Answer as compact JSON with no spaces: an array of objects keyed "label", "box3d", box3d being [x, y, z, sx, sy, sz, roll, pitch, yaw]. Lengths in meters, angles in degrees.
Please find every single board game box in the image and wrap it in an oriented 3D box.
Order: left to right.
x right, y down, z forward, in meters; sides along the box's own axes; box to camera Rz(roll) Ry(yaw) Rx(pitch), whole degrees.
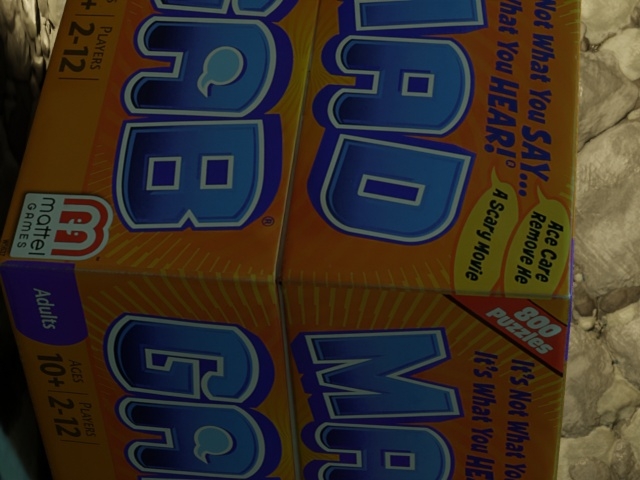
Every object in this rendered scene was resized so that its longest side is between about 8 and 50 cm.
[{"label":"board game box","box3d":[0.000,0.000,1.415,0.356,0.356,0.356,86,10,-51]}]
